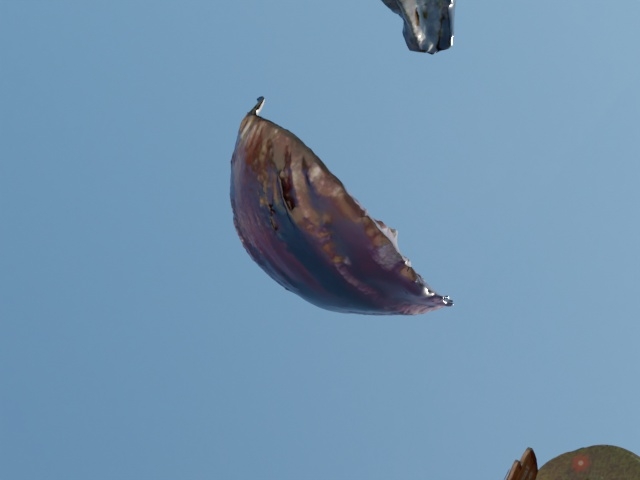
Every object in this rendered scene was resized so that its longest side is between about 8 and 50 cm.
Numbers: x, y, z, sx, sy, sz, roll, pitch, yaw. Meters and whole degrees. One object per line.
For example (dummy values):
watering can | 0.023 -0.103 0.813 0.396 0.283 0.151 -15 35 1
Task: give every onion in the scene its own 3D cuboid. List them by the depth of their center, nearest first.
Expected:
onion | 0.000 0.000 1.701 0.146 0.314 0.280 -42 -163 -1

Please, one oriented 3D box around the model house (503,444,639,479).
model house | 0.096 0.239 0.838 0.294 0.154 0.207 -42 -127 4

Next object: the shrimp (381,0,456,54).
shrimp | 0.053 -0.129 0.419 0.148 0.195 0.035 14 -138 36
